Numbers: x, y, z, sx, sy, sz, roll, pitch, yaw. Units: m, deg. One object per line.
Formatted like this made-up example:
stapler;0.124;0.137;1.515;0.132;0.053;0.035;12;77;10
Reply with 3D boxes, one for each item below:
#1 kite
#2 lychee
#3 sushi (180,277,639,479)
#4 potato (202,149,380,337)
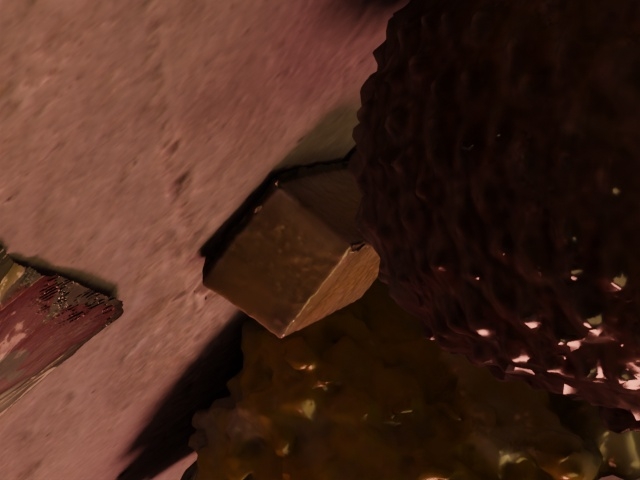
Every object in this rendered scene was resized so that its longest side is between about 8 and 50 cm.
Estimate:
kite;-0.165;0.055;0.786;0.204;0.022;0.360;-39;172;-12
lychee;0.150;-0.051;0.834;0.300;0.300;0.300;-40;168;-10
sushi;0.069;0.141;1.330;0.396;0.240;0.351;-33;165;-49
potato;0.001;0.000;1.025;0.086;0.061;0.122;-49;167;22
